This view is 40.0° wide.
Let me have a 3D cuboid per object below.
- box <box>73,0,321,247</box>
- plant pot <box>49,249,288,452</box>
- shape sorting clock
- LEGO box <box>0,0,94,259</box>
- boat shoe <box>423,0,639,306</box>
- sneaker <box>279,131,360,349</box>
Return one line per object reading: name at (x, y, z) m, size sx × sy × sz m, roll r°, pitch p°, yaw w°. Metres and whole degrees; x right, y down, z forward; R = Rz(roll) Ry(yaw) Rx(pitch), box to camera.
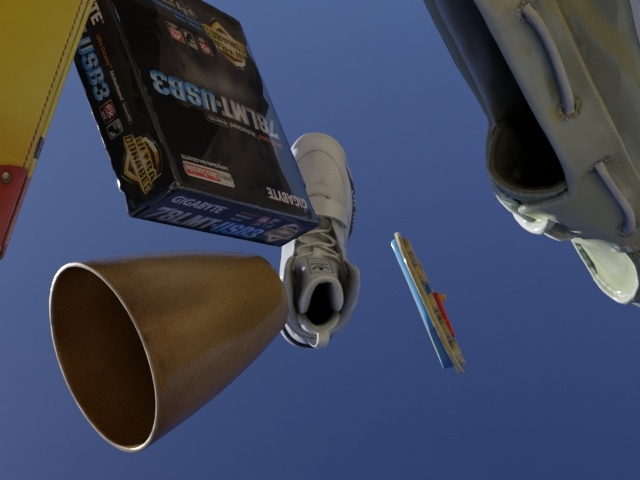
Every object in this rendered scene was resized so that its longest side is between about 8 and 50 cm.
box at (-0.139, -0.147, 0.954) m, size 0.295 × 0.073 × 0.293 m, roll 13°, pitch -130°, yaw -62°
plant pot at (-0.171, 0.106, 1.118) m, size 0.254 × 0.237 × 0.237 m, roll -21°, pitch -127°, yaw -39°
shape sorting clock at (0.148, 0.081, 1.173) m, size 0.040 × 0.206 × 0.206 m, roll -23°, pitch -134°, yaw 3°
LEGO box at (-0.294, -0.281, 0.498) m, size 0.193 × 0.500 × 0.372 m, roll 15°, pitch 174°, yaw 30°
boat shoe at (0.119, -0.051, 0.413) m, size 0.094 × 0.302 × 0.109 m, roll -37°, pitch -135°, yaw -2°
sneaker at (0.000, 0.000, 1.416) m, size 0.137 × 0.366 × 0.210 m, roll 3°, pitch 180°, yaw -7°
